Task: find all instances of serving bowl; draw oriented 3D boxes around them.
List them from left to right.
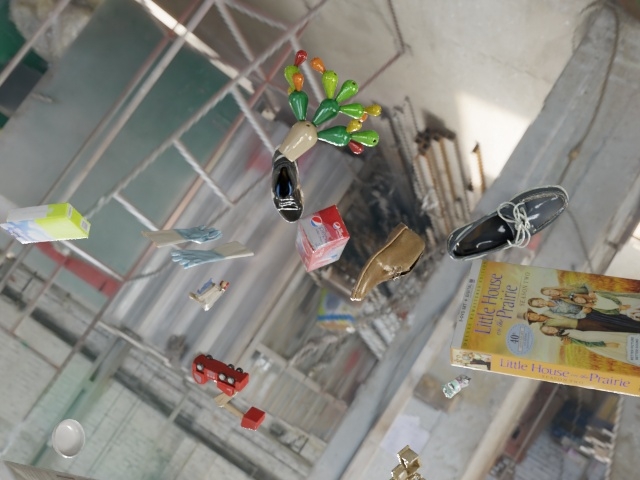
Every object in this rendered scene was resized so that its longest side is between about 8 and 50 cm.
[{"bbox_3d":[-0.568,0.443,1.750,0.027,0.083,0.083,-19,137,31],"label":"serving bowl"}]

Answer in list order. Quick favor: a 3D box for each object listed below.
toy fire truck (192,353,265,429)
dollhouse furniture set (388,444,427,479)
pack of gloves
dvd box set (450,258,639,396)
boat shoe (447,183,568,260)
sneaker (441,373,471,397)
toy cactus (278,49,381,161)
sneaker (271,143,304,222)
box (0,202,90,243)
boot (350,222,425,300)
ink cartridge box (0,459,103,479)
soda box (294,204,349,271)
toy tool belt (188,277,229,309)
[{"bbox_3d":[-0.223,0.364,1.884,0.192,0.047,0.135,19,122,20],"label":"toy fire truck"},{"bbox_3d":[0.166,0.619,1.969,0.101,0.182,0.161,26,141,50],"label":"dollhouse furniture set"},{"bbox_3d":[-0.328,0.024,2.083,0.232,0.046,0.195,-9,-149,-44],"label":"pack of gloves"},{"bbox_3d":[0.515,0.178,1.701,0.420,0.308,0.062,8,130,18],"label":"dvd box set"},{"bbox_3d":[0.365,-0.031,1.528,0.079,0.254,0.095,-61,-52,-74],"label":"boat shoe"},{"bbox_3d":[0.343,0.356,1.940,0.038,0.069,0.098,61,163,12],"label":"sneaker"},{"bbox_3d":[-0.004,-0.218,1.396,0.219,0.180,0.112,43,179,1],"label":"toy cactus"},{"bbox_3d":[-0.085,-0.109,1.863,0.079,0.121,0.217,-3,127,4],"label":"sneaker"},{"bbox_3d":[-0.655,-0.039,1.866,0.178,0.042,0.109,-5,152,13],"label":"box"},{"bbox_3d":[0.205,0.081,2.369,0.115,0.305,0.112,36,155,14],"label":"boot"},{"bbox_3d":[-0.366,0.542,1.341,0.279,0.160,0.384,24,176,46],"label":"ink cartridge box"},{"bbox_3d":[0.000,0.000,1.815,0.263,0.092,0.083,109,139,-78],"label":"soda box"},{"bbox_3d":[-0.234,0.103,1.644,0.051,0.083,0.052,36,142,6],"label":"toy tool belt"}]
